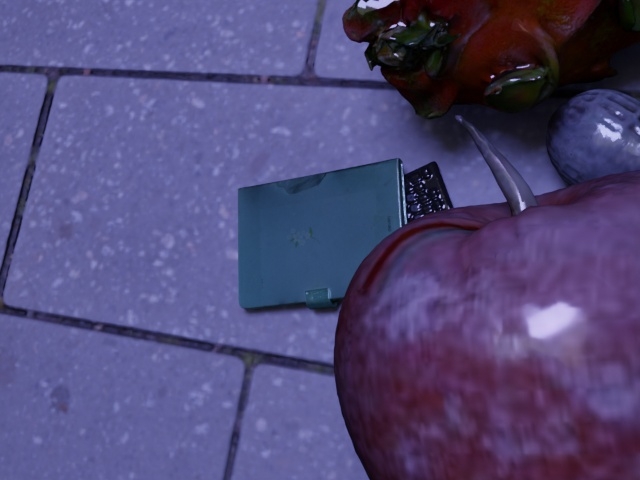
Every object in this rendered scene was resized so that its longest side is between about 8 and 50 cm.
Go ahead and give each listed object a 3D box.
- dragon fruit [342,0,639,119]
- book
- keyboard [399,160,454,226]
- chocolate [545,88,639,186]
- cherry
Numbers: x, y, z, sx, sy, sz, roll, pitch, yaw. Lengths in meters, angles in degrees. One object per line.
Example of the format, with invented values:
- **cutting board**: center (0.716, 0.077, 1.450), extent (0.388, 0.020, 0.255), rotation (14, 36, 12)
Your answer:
- **dragon fruit**: center (0.155, -0.166, 0.517), extent (0.269, 0.198, 0.200), rotation (11, 57, 20)
- **book**: center (0.000, 0.000, 0.616), extent (0.135, 0.017, 0.103), rotation (-9, 75, 24)
- **keyboard**: center (0.086, 0.042, 0.582), extent (0.063, 0.010, 0.198), rotation (-23, 70, 16)
- **chocolate**: center (0.217, -0.038, 0.519), extent (0.167, 0.072, 0.072), rotation (39, 92, 24)
- **cherry**: center (0.129, 0.065, 0.446), extent (0.236, 0.212, 0.286), rotation (-22, 86, 39)
